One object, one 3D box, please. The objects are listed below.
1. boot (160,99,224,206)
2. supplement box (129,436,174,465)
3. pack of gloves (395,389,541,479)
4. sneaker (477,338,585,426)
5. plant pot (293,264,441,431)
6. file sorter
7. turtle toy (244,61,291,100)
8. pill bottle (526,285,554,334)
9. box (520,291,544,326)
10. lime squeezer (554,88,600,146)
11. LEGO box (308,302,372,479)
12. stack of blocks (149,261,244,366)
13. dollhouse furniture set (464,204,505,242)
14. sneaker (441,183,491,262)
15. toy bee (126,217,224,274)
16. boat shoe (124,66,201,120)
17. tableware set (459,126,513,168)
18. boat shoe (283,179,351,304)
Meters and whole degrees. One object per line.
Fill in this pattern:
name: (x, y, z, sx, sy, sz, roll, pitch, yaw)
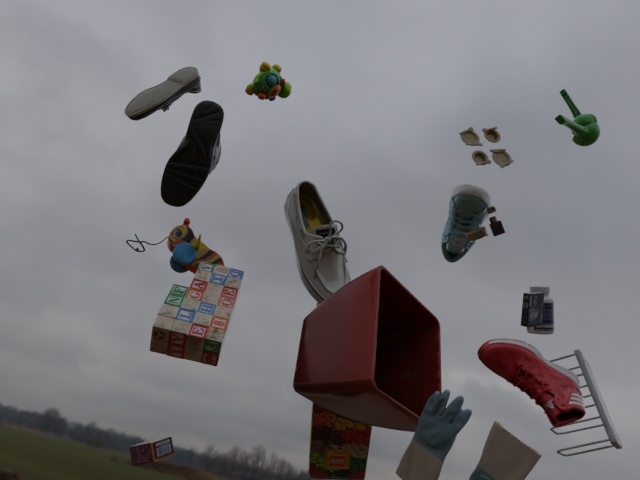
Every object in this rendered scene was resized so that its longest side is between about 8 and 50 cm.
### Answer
boot: (-0.439, -0.273, 1.803, 0.138, 0.377, 0.284, 18, -10, -9)
supplement box: (-0.379, 0.473, 1.157, 0.083, 0.043, 0.055, -22, -14, 30)
pack of gloves: (0.253, 0.384, 0.899, 0.195, 0.232, 0.046, 32, 28, 33)
sneaker: (0.418, 0.276, 0.999, 0.221, 0.128, 0.087, 21, -66, 0)
plant pot: (0.093, 0.255, 1.112, 0.236, 0.267, 0.267, -20, -46, 32)
file sorter: (0.797, 0.517, 1.621, 0.173, 0.277, 0.193, -23, -35, 23)
turtle toy: (-0.123, -0.391, 1.299, 0.066, 0.130, 0.095, 49, -61, 14)
pill bottle: (0.794, 0.250, 1.860, 0.094, 0.169, 0.094, 1, -3, 0)
box: (0.527, 0.171, 1.279, 0.067, 0.083, 0.018, 3, 3, -37)
lime squeezer: (0.558, -0.259, 1.129, 0.110, 0.310, 0.059, 33, -55, 8)
LEGO box: (0.067, 0.515, 1.834, 0.193, 0.500, 0.372, 3, -59, -1)
stack of blocks: (-0.318, 0.179, 1.366, 0.171, 0.297, 0.087, 14, -58, -5)
dollhouse furniture set: (0.501, -0.046, 1.602, 0.114, 0.091, 0.081, -21, -5, 15)
sneaker: (0.467, -0.038, 1.673, 0.135, 0.150, 0.366, 10, -26, 14)
toy bee: (-0.418, 0.012, 1.616, 0.298, 0.162, 0.195, 40, -34, -27)
boat shoe: (-0.357, -0.327, 1.195, 0.075, 0.206, 0.065, 29, -30, 30)
tableware set: (0.523, -0.294, 1.619, 0.141, 0.168, 0.020, -10, -24, -16)
boat shoe: (0.008, -0.003, 1.378, 0.136, 0.367, 0.156, -9, -22, -22)
